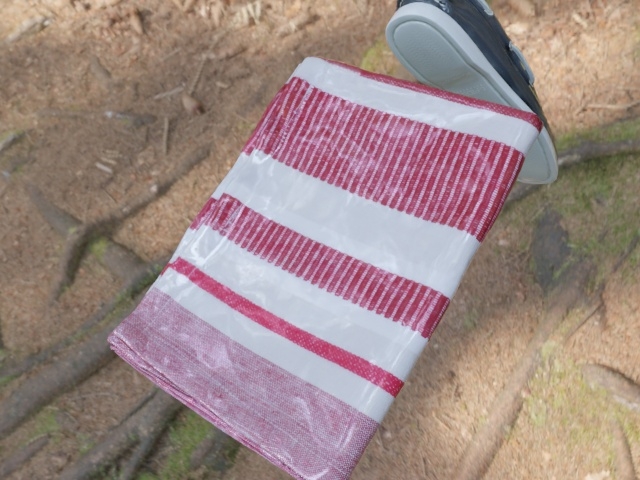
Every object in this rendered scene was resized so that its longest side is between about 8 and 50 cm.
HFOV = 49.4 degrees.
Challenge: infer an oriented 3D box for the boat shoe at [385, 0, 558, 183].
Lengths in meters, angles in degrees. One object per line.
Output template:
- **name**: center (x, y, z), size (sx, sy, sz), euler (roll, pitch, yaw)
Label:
- **boat shoe**: center (0.195, -0.179, 0.793), size (0.114, 0.302, 0.091), euler (3, 59, 45)

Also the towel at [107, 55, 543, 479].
- **towel**: center (0.000, 0.000, 0.561), size (0.237, 0.037, 0.329), euler (24, 74, 30)
